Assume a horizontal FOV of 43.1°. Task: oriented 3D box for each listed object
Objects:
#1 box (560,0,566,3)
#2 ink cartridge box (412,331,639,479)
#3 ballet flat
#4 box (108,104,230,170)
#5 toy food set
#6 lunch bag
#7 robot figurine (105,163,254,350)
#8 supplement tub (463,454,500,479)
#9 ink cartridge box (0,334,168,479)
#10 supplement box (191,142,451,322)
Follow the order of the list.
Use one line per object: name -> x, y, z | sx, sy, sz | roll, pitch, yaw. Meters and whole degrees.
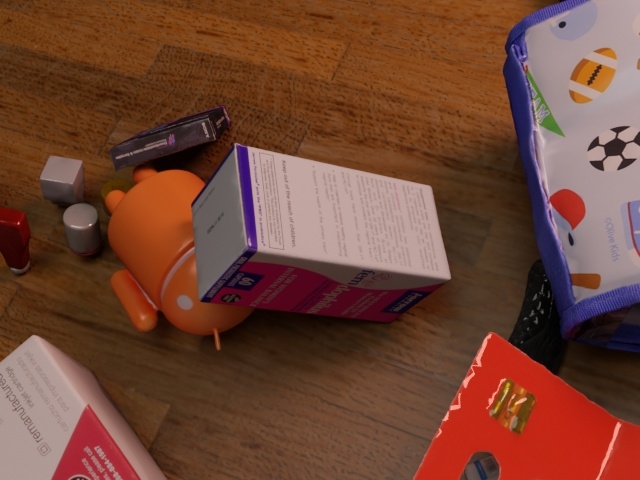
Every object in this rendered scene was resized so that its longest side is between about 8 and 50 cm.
box -> 0.426, -0.321, 0.937 | 0.295, 0.073, 0.294 | -7, 61, 10
ink cartridge box -> 0.234, 0.271, 0.556 | 0.385, 0.091, 0.308 | 34, 60, 1
ballet flat -> 0.210, 0.093, 0.796 | 0.057, 0.049, 0.173 | 35, 70, -21
box -> -0.169, -0.121, 0.934 | 0.116, 0.162, 0.029 | -17, 105, 3
toy food set -> -0.338, -0.027, 0.968 | 0.232, 0.105, 0.111 | 9, 50, -2
lunch bag -> 0.377, -0.077, 0.731 | 0.385, 0.239, 0.328 | -6, 64, 2
robot figurine -> -0.139, 0.010, 0.864 | 0.158, 0.128, 0.219 | -23, 56, -34
supplement tub -> 0.187, 0.215, 0.716 | 0.107, 0.071, 0.071 | -20, 61, 3
ink cartridge box -> -0.309, 0.278, 0.766 | 0.306, 0.131, 0.226 | -41, 62, -11
supplement box -> 0.000, 0.000, 0.783 | 0.220, 0.111, 0.114 | 8, 58, -29
